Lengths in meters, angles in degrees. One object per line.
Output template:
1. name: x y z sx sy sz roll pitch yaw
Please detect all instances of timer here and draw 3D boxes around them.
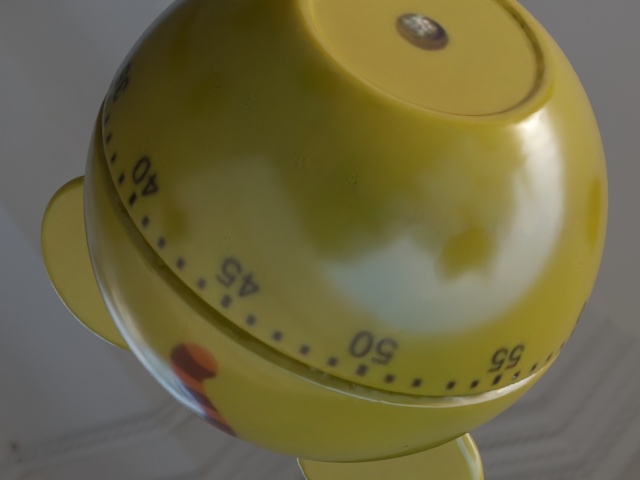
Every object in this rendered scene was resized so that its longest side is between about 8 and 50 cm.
1. timer: 0.000 0.000 1.095 0.376 0.376 0.387 -50 171 -49
